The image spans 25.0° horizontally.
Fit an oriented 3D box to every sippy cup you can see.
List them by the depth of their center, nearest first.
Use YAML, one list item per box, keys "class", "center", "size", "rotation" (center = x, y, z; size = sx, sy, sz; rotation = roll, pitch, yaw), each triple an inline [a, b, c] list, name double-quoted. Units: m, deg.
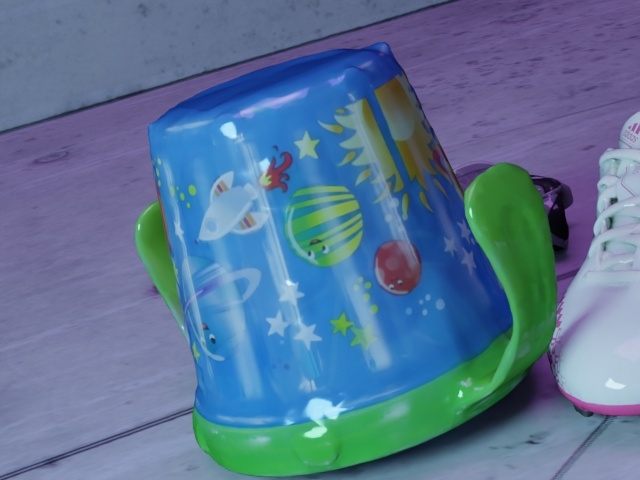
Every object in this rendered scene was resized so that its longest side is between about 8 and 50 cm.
- class: "sippy cup"
  center: [0.000, 0.000, 0.932]
  size: [0.306, 0.224, 0.240]
  rotation: [-15, 15, 15]

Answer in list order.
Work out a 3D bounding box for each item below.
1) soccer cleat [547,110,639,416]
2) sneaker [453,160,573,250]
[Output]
- class: "soccer cleat"
  center: [0.212, -0.004, 0.953]
  size: [0.116, 0.143, 0.331]
  rotation: [-6, 19, 24]
- class: "sneaker"
  center: [0.126, -0.013, 1.158]
  size: [0.132, 0.086, 0.229]
  rotation: [5, 24, 40]
